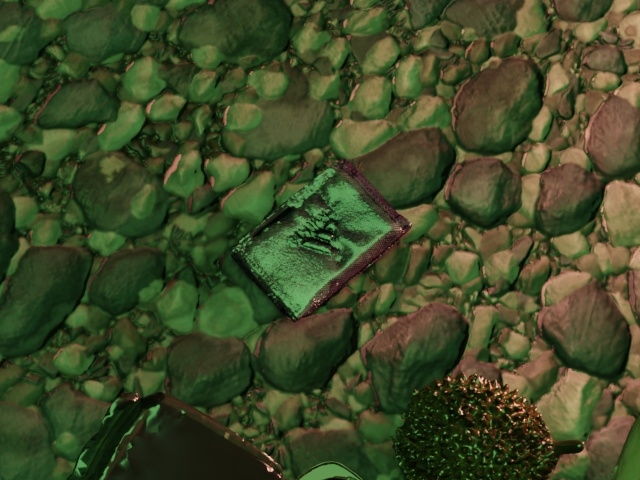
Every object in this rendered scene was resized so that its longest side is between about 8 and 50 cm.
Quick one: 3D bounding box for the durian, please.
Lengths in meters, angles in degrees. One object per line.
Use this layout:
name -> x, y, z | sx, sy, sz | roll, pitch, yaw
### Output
durian -> 0.160, 0.190, 1.575 | 0.188, 0.091, 0.148 | 4, 65, 5

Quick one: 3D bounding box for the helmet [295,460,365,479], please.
helmet -> 0.018, 0.272, 1.568 | 0.089, 0.057, 0.111 | -28, 71, -5

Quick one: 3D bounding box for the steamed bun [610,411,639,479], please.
steamed bun -> 0.416, 0.266, 1.364 | 0.371, 0.290, 0.456 | 13, 45, 13

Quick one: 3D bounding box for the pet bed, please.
pet bed -> -0.160, 0.266, 1.544 | 0.183, 0.159, 0.211 | 32, 71, -9

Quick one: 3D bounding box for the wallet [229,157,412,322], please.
wallet -> 0.000, 0.000, 1.715 | 0.166, 0.030, 0.111 | -39, 72, -11
